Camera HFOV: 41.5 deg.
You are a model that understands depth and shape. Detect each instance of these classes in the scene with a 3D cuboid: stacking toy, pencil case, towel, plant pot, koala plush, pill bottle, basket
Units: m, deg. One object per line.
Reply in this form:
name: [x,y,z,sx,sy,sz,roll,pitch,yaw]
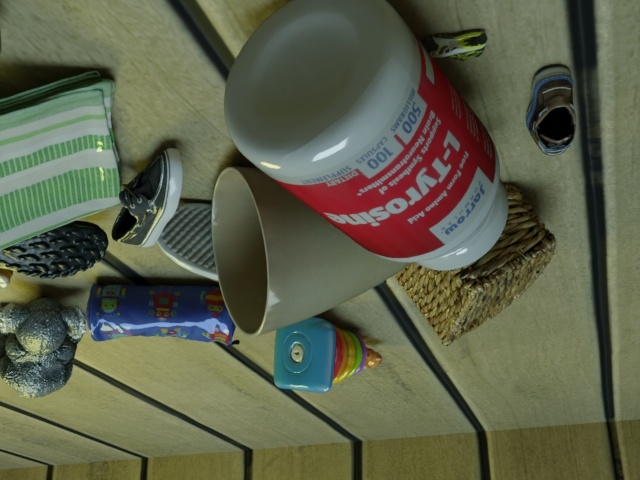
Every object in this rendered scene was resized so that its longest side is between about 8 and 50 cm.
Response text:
stacking toy: [0.046,0.266,1.963,0.175,0.165,0.302,-3,170,41]
pencil case: [-0.316,0.150,1.718,0.306,0.119,0.133,2,156,-5]
towel: [-0.395,-0.097,1.176,0.248,0.038,0.325,-23,160,-19]
plant pot: [0.000,0.000,1.308,0.274,0.256,0.256,-8,159,-23]
koala plush: [-0.581,0.199,1.763,0.196,0.203,0.221,9,141,-21]
pill bottle: [0.084,-0.110,1.055,0.229,0.229,0.408,-15,151,27]
basket: [0.254,0.007,1.462,0.213,0.223,0.299,-30,159,-15]

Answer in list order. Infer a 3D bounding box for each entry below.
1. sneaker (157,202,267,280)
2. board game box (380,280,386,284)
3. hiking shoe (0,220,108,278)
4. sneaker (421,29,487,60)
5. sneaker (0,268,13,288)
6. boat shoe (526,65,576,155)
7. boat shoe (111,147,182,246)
sneaker: [-0.130,0.025,1.453,0.321,0.126,0.127,14,164,-13]
board game box: [0.022,0.064,1.652,0.126,0.026,0.186,-22,147,38]
hiking shoe: [-0.510,-0.010,1.399,0.304,0.132,0.113,-4,130,-18]
sneaker: [0.162,-0.231,1.029,0.083,0.031,0.035,-5,155,9]
sneaker: [-0.631,0.021,1.496,0.215,0.083,0.084,15,151,9]
boat shoe: [0.314,-0.157,1.147,0.066,0.066,0.183,-8,154,15]
boat shoe: [-0.272,-0.062,1.294,0.076,0.080,0.228,0,153,-28]
